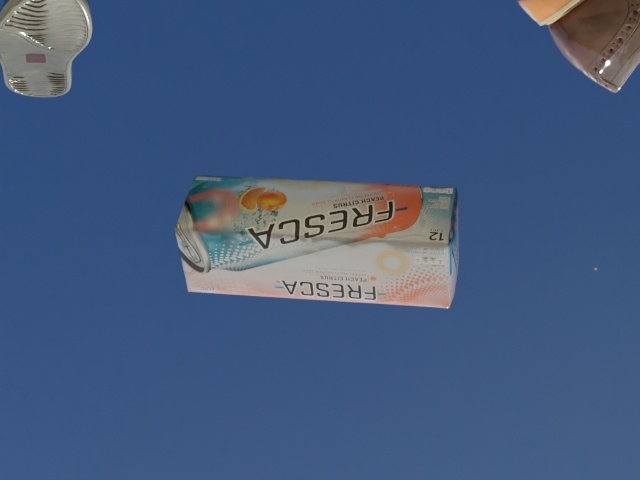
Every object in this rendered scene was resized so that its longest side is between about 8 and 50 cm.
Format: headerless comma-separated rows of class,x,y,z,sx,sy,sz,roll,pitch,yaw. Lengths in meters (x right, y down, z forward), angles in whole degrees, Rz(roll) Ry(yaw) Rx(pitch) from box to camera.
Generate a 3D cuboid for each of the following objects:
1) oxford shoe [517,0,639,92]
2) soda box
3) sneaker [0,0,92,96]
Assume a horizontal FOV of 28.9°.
oxford shoe,0.331,-0.251,0.955,0.364,0.130,0.132,-34,-80,35
soda box,0.000,0.000,0.831,0.183,0.058,0.063,3,-47,10
sneaker,-0.252,-0.219,1.109,0.083,0.222,0.118,2,-104,-18
